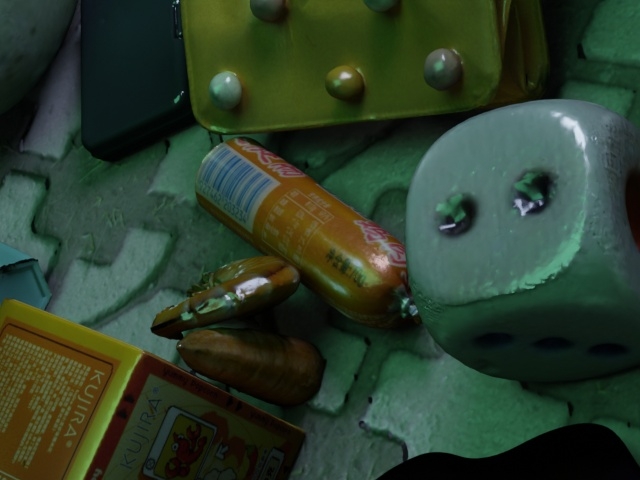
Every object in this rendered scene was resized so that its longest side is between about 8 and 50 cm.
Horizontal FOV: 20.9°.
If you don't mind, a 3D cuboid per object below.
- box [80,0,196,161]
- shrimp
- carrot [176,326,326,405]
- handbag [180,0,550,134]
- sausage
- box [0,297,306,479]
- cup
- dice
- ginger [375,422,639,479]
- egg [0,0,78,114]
[{"bbox_3d":[-0.207,-0.213,1.983,0.160,0.050,0.230,-22,56,28],"label":"box"},{"bbox_3d":[-0.099,0.060,1.682,0.150,0.248,0.068,-18,89,-12],"label":"shrimp"},{"bbox_3d":[-0.077,0.113,1.621,0.072,0.205,0.072,-7,77,31],"label":"carrot"},{"bbox_3d":[0.020,-0.253,1.688,0.401,0.133,0.283,-1,99,41],"label":"handbag"},{"bbox_3d":[0.000,0.000,1.692,0.312,0.093,0.093,36,91,42],"label":"sausage"},{"bbox_3d":[-0.203,0.243,1.611,0.214,0.259,0.283,17,79,42],"label":"box"},{"bbox_3d":[-0.422,0.035,1.972,0.235,0.134,0.148,16,112,34],"label":"cup"},{"bbox_3d":[0.194,0.003,1.475,0.192,0.193,0.194,-13,62,30],"label":"dice"},{"bbox_3d":[0.126,0.341,1.341,0.358,0.211,0.413,-8,25,21],"label":"ginger"},{"bbox_3d":[-0.450,-0.332,2.031,0.345,0.345,0.428,-10,70,34],"label":"egg"}]
